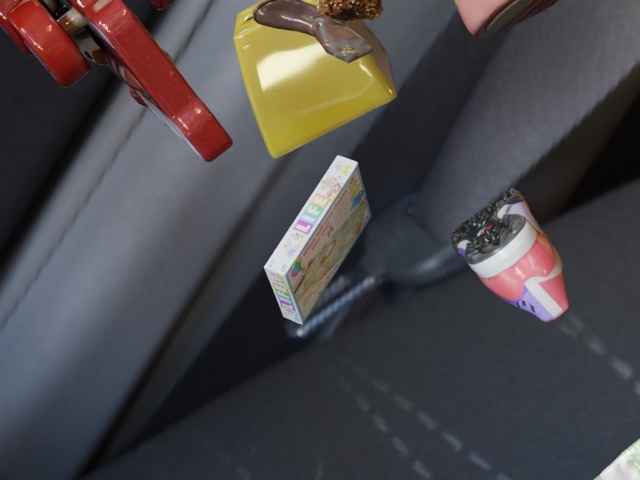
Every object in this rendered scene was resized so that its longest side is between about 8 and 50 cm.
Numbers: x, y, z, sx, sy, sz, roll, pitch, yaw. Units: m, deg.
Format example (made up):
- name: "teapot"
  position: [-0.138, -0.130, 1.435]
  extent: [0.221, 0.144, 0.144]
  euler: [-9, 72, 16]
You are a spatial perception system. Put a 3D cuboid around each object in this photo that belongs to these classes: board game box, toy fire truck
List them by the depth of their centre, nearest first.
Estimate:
- name: "board game box"
  position: [0.000, 0.000, 1.453]
  extent: [0.026, 0.154, 0.103]
  euler: [22, -26, 24]
- name: "toy fire truck"
  position: [-0.231, -0.222, 1.529]
  extent: [0.302, 0.169, 0.254]
  euler: [39, -13, 53]

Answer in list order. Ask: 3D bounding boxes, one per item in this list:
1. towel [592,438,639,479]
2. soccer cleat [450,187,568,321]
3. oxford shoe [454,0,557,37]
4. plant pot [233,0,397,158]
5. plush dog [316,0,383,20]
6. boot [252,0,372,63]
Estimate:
- name: "towel"
  position: [0.359, 0.235, 1.350]
  extent: [0.113, 0.152, 0.023]
  euler: [47, 10, 3]
- name: "soccer cleat"
  position: [0.234, 0.018, 1.663]
  extent: [0.116, 0.109, 0.318]
  euler: [51, 8, -6]
- name: "oxford shoe"
  position: [0.202, -0.273, 1.025]
  extent: [0.348, 0.123, 0.130]
  euler: [-31, 83, -40]
- name: "plant pot"
  position: [-0.023, -0.283, 2.092]
  extent: [0.187, 0.212, 0.212]
  euler: [60, 12, -23]
- name: "plush dog"
  position: [0.035, -0.326, 1.239]
  extent: [0.211, 0.262, 0.225]
  euler: [4, 53, -13]
- name: "boot"
  position: [-0.009, -0.225, 1.474]
  extent: [0.106, 0.037, 0.114]
  euler: [-4, 34, -19]
